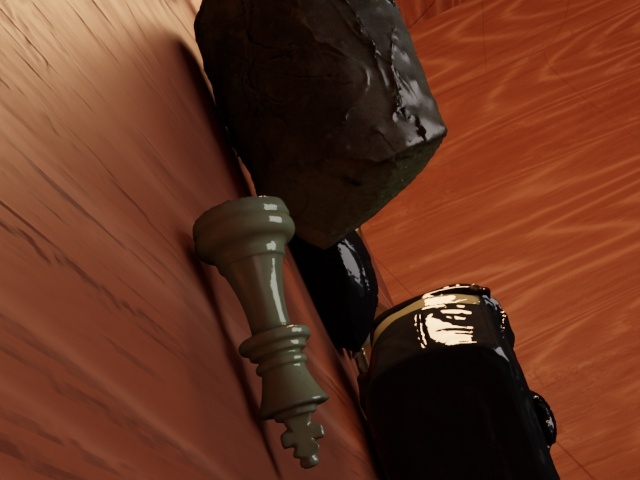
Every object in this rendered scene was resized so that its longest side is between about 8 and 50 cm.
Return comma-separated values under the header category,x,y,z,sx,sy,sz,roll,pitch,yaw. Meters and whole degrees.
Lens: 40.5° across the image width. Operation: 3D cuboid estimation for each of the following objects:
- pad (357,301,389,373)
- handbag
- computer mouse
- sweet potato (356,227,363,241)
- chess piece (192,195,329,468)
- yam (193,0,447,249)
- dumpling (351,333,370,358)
category,x,y,z,sx,sy,sz,roll,pitch,yaw
pad,0.137,0.195,1.161,0.286,0.018,0.284,38,20,-34
handbag,0.138,0.183,0.875,0.181,0.181,0.254,-74,141,-72
computer mouse,0.015,0.017,0.971,0.217,0.073,0.122,64,5,5
sweet potato,0.058,-0.013,1.725,0.069,0.059,0.249,14,52,-58
chess piece,-0.028,0.052,0.479,0.059,0.059,0.149,52,21,-71
yam,-0.004,-0.144,0.845,0.271,0.201,0.202,63,-17,19
dumpling,0.043,0.105,1.050,0.059,0.043,0.077,102,-34,-60
